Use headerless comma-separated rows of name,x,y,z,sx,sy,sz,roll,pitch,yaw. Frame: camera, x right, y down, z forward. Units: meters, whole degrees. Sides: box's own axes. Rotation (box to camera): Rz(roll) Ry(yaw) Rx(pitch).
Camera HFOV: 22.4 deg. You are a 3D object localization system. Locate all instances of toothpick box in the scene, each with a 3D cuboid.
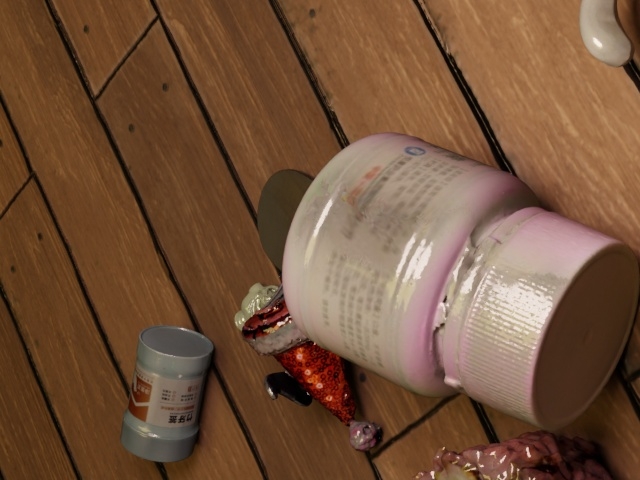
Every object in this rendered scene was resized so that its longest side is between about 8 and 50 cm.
toothpick box,-0.202,0.200,2.115,0.101,0.101,0.153,29,116,41

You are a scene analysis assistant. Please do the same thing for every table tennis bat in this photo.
table tennis bat,0.000,0.000,1.934,0.234,0.022,0.131,33,119,41

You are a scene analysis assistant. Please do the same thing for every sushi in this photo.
sushi,0.213,0.324,1.642,0.236,0.171,0.270,-38,66,43

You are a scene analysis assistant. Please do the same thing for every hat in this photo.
hat,0.002,0.146,1.895,0.129,0.140,0.227,-28,99,3

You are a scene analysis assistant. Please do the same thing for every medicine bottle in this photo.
medicine bottle,0.140,0.043,1.625,0.302,0.241,0.241,24,113,33

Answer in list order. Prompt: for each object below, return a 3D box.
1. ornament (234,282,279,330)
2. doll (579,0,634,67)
ornament,-0.072,0.085,2.007,0.068,0.041,0.092,53,139,36
doll,0.266,-0.326,1.535,0.237,0.111,0.252,45,117,32
